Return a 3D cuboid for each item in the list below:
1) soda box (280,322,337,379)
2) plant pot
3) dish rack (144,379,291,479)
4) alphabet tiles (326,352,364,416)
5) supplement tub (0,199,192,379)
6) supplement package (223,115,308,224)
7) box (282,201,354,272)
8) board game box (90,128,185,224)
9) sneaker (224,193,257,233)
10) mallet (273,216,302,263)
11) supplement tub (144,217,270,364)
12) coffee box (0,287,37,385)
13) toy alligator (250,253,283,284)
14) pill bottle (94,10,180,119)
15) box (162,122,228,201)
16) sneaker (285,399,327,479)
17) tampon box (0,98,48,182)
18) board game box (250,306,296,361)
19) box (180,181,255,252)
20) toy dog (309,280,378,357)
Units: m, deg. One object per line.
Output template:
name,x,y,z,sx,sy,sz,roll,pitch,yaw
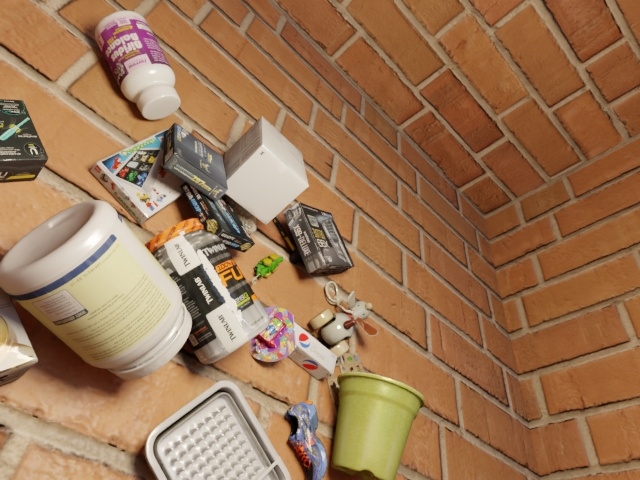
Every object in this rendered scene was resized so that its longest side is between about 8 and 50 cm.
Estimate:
soda box,-0.050,0.340,1.415,0.216,0.074,0.069,43,37,-19
plant pot,0.150,0.563,1.339,0.276,0.276,0.253,37,53,-26
dish rack,-0.235,0.525,1.044,0.286,0.072,0.332,-26,84,-55
alphabet tiles,0.098,0.498,1.529,0.198,0.009,0.237,11,55,-47
supplement tub,-0.436,0.108,0.926,0.235,0.236,0.324,-74,145,-48
supplement package,-0.185,-0.233,1.487,0.199,0.198,0.262,40,20,-28
box,0.000,0.000,1.680,0.307,0.077,0.242,12,52,-66
board game box,-0.485,-0.197,1.331,0.193,0.053,0.305,50,35,-11
sneaker,-0.274,-0.131,1.517,0.235,0.090,0.095,59,25,1
mallet,-0.125,0.001,1.639,0.189,0.062,0.039,51,30,18
supplement tub,-0.297,0.126,1.168,0.337,0.207,0.207,58,34,1
coffee box,-0.664,0.196,0.738,0.297,0.119,0.168,-16,74,-55
toy alligator,-0.187,0.088,1.476,0.051,0.056,0.190,20,30,21
pill bottle,-0.558,-0.536,1.412,0.169,0.169,0.301,-20,79,-55
box,-0.369,-0.234,1.342,0.183,0.059,0.232,36,19,-34
sneaker,-0.047,0.560,1.255,0.087,0.083,0.221,6,52,-33
tampon box,-0.719,-0.223,1.023,0.120,0.101,0.161,-17,78,-54
board game box,-0.142,0.265,1.324,0.033,0.133,0.168,86,-3,-58
box,-0.306,-0.074,1.359,0.220,0.051,0.175,54,10,24
toy dog,0.105,0.267,1.579,0.220,0.161,0.333,49,33,-13
